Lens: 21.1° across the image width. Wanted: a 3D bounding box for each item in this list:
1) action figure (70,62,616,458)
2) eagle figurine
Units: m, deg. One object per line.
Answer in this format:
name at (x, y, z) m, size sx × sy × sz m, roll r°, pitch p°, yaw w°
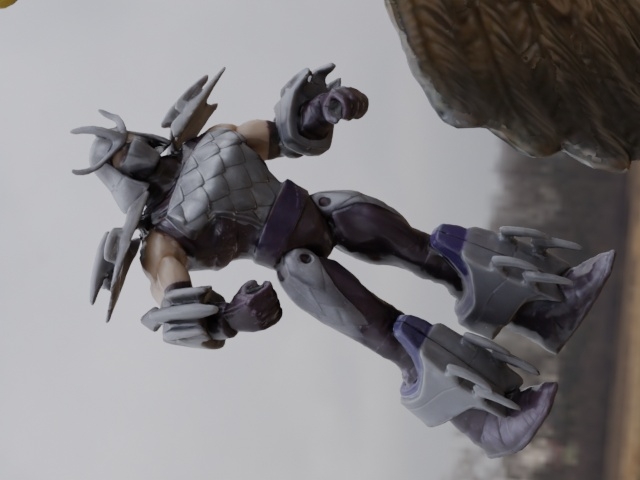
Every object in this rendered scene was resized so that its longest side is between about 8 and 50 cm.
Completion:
action figure at (0.000, 0.000, 0.902) m, size 0.099 × 0.285 × 0.185 m, roll 120°, pitch 174°, yaw -65°
eagle figurine at (-0.023, -0.153, 0.492) m, size 0.226 × 0.298 × 0.225 m, roll -7°, pitch -73°, yaw -51°
